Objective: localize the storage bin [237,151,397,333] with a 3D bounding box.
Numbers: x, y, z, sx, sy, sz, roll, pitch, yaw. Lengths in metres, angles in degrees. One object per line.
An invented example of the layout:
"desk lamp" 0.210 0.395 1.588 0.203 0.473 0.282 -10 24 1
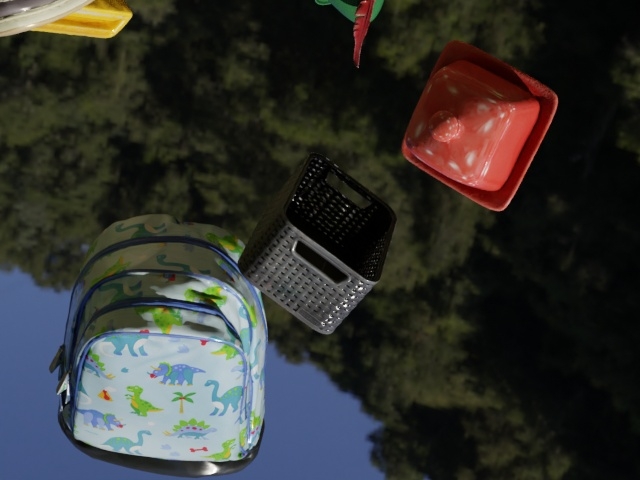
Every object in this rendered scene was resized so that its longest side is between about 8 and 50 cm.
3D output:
"storage bin" 0.000 0.000 1.237 0.122 0.084 0.180 37 -152 -8

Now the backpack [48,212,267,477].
"backpack" -0.192 0.135 1.472 0.290 0.355 0.273 11 -153 -3

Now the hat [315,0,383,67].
"hat" 0.103 -0.428 2.214 0.183 0.208 0.173 55 177 9

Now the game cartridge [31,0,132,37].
"game cartridge" -0.387 -0.371 1.314 0.323 0.053 0.285 56 -153 14

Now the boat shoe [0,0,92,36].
"boat shoe" -0.238 -0.291 1.145 0.103 0.092 0.285 1 -144 33

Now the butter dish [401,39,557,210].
"butter dish" 0.161 -0.130 1.342 0.160 0.160 0.118 33 -159 23
